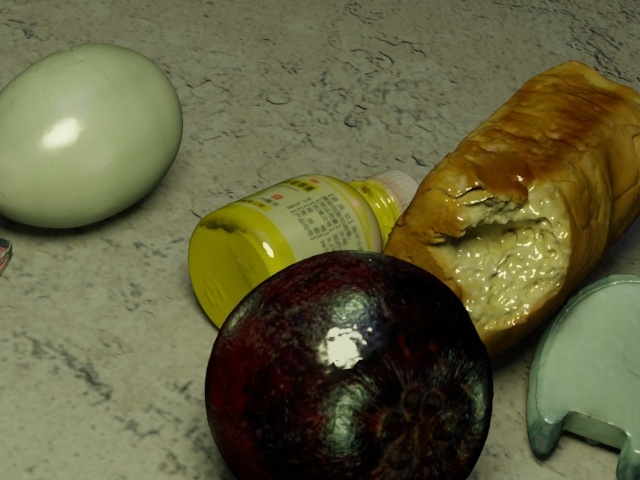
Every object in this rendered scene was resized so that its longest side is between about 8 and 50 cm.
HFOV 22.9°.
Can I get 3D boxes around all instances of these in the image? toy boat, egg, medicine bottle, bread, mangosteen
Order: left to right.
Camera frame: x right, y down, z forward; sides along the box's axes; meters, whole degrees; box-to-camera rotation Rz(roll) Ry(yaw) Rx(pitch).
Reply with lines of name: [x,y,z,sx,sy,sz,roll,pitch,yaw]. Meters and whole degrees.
egg: [-0.213,-0.090,1.382,0.151,0.151,0.209,33,44,23]
medicine bottle: [0.000,0.000,1.358,0.122,0.122,0.212,38,43,28]
mangosteen: [0.012,0.107,1.167,0.216,0.216,0.216,9,38,-7]
bread: [0.181,-0.020,1.373,0.149,0.195,0.344,34,39,12]
toy boat: [0.245,0.120,1.338,0.134,0.079,0.207,16,48,9]

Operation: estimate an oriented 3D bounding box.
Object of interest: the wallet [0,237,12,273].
wallet: [-0.386,0.007,1.310,0.232,0.025,0.119,16,38,5]
